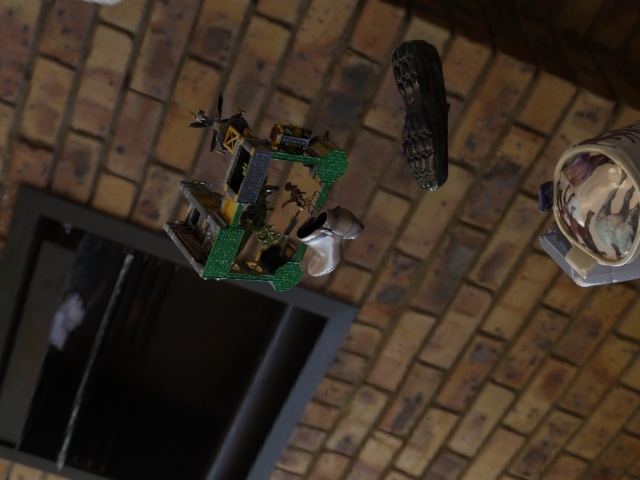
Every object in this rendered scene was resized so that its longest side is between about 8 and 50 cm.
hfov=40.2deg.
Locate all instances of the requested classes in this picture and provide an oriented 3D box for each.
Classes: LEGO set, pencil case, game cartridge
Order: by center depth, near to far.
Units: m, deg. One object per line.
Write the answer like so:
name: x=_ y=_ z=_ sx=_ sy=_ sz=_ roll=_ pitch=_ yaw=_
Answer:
pencil case: x=0.489 y=-0.097 z=1.195 sx=0.160 sy=0.410 sz=0.183 roll=51 pitch=-36 yaw=26
LEGO set: x=-0.123 y=-0.083 z=1.497 sx=0.192 sy=0.255 sz=0.331 roll=45 pitch=-51 yaw=43
game cartridge: x=0.573 y=-0.001 z=1.596 sx=0.196 sy=0.294 sz=0.060 roll=-109 pitch=-176 yaw=-70

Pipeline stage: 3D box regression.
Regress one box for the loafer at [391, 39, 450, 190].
loafer: x=0.162 y=-0.186 z=1.291 sx=0.076 sy=0.078 sz=0.223 roll=-9 pitch=-90 yaw=53

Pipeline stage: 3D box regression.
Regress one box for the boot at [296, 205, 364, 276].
boot: x=0.000 y=0.000 z=1.131 sx=0.118 sy=0.087 sz=0.042 roll=-47 pitch=-125 yaw=23
